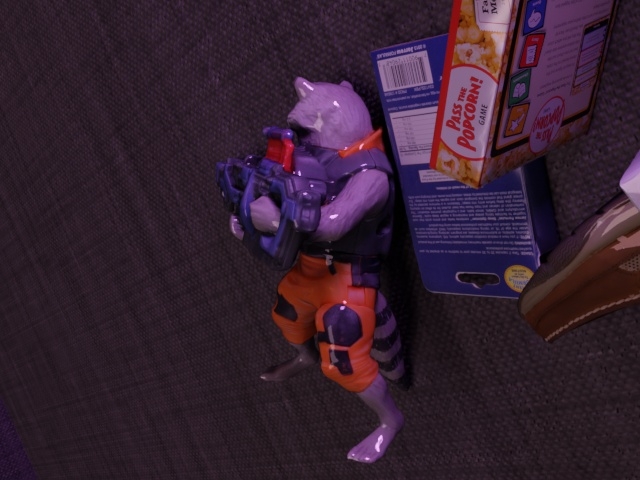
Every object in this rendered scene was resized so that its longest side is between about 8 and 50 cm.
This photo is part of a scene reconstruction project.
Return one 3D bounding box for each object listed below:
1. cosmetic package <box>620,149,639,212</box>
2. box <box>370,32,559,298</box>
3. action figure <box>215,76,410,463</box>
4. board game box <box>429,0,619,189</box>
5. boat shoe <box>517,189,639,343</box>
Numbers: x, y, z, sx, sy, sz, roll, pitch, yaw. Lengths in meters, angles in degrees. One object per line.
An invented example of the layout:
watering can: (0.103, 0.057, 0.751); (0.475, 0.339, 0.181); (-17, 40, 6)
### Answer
cosmetic package: (0.366, 0.036, 0.362); (0.377, 0.097, 0.284); (52, 130, 0)
box: (0.123, -0.062, 0.718); (0.136, 0.036, 0.225); (1, 108, 48)
action figure: (0.000, 0.000, 0.842); (0.341, 0.178, 0.330); (-133, 40, -65)
board game box: (0.146, -0.146, 0.563); (0.045, 0.147, 0.193); (29, 128, 36)
boat shoe: (0.257, -0.007, 0.534); (0.120, 0.122, 0.324); (51, 139, 9)
